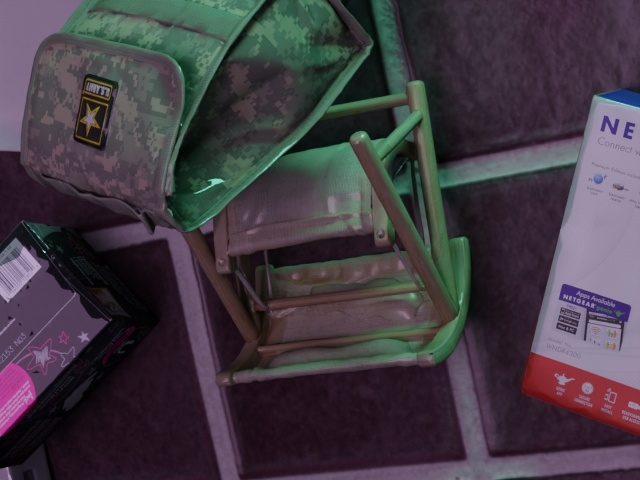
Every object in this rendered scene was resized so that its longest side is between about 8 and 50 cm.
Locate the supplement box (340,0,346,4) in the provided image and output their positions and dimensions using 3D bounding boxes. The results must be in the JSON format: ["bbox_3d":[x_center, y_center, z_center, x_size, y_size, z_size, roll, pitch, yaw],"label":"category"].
[{"bbox_3d":[-0.071,-0.290,1.649,0.188,0.104,0.081,29,70,21],"label":"supplement box"}]

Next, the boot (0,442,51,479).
[{"bbox_3d":[-0.384,0.330,1.970,0.123,0.095,0.258,-13,85,36],"label":"boot"}]

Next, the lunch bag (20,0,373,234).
[{"bbox_3d":[-0.138,-0.147,1.536,0.235,0.169,0.287,18,64,44],"label":"lunch bag"}]

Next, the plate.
[{"bbox_3d":[-0.290,-0.229,1.792,0.278,0.045,0.277,4,114,18],"label":"plate"}]

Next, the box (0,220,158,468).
[{"bbox_3d":[-0.337,0.119,1.834,0.247,0.142,0.163,-46,76,9],"label":"box"}]

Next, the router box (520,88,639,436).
[{"bbox_3d":[0.379,0.049,1.494,0.335,0.082,0.301,18,108,25],"label":"router box"}]

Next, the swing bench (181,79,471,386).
[{"bbox_3d":[0.000,0.000,1.644,0.253,0.165,0.255,-7,111,29],"label":"swing bench"}]
